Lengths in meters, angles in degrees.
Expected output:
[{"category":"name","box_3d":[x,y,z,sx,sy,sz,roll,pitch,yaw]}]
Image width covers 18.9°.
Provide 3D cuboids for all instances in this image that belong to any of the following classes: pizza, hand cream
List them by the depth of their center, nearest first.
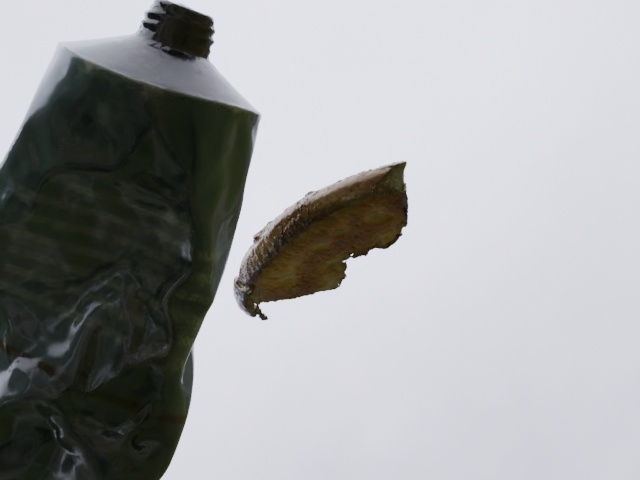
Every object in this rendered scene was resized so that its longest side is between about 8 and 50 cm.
[{"category":"hand cream","box_3d":[-0.077,0.059,0.453,0.052,0.075,0.248,132,160,-88]},{"category":"pizza","box_3d":[0.000,0.000,0.589,0.037,0.016,0.083,19,-44,-34]}]
